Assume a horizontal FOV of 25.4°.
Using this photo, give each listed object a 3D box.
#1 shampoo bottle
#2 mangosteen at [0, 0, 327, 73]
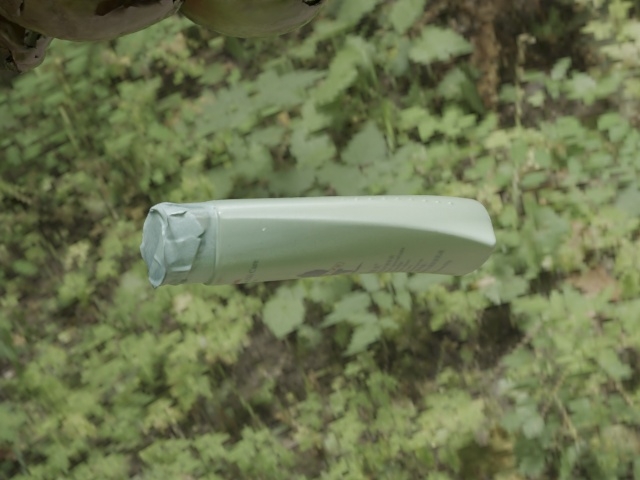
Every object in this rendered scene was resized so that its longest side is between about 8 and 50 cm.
[{"bbox_3d":[0.000,0.000,0.858,0.212,0.072,0.049,-2,73,-21],"label":"shampoo bottle"},{"bbox_3d":[-0.112,-0.317,0.859,0.380,0.421,0.381,-3,7,0],"label":"mangosteen"}]
